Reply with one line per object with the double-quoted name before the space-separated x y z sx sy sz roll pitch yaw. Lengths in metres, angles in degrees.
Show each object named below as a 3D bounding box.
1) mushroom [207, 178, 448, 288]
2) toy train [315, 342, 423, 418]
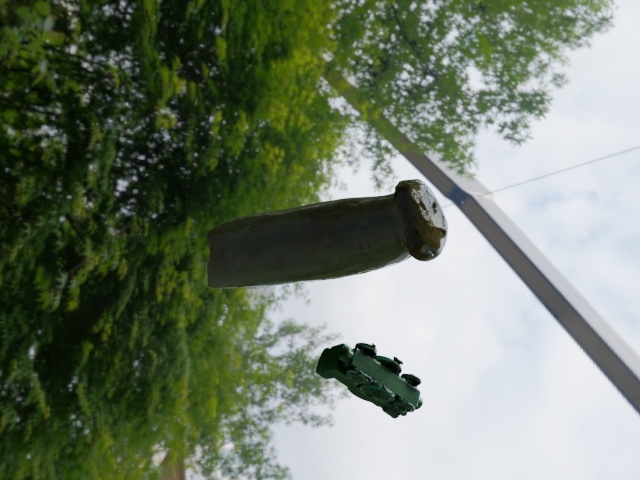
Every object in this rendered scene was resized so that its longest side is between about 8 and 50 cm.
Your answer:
"mushroom" 0.000 0.000 0.738 0.312 0.081 0.100 -11 -113 24
"toy train" 0.086 0.231 0.990 0.104 0.178 0.071 -26 -146 48
